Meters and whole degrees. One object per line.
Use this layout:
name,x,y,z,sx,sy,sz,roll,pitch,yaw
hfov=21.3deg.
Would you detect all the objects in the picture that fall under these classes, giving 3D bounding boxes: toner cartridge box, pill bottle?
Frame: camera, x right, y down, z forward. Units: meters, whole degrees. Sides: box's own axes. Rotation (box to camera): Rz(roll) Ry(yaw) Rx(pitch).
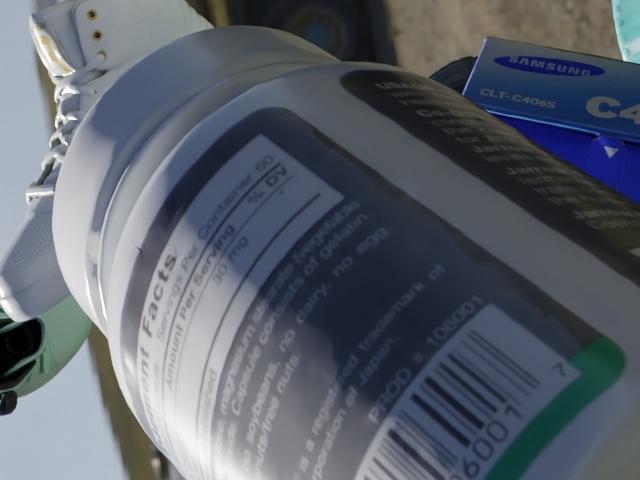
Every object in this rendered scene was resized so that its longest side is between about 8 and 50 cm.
toner cartridge box,0.151,0.060,0.989,0.075,0.165,0.347,-65,-17,-49
pill bottle,0.040,0.049,0.683,0.361,0.204,0.204,40,146,49

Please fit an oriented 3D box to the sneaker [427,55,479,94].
sneaker,0.075,-0.052,1.070,0.170,0.051,0.089,-37,55,38

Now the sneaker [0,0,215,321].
sneaker,-0.188,-0.091,1.297,0.169,0.108,0.292,51,-123,-26

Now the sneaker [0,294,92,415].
sneaker,-0.260,0.095,1.510,0.256,0.151,0.094,-29,-81,-50

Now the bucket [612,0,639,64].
bucket,0.385,-0.188,1.380,0.183,0.281,0.281,-22,73,47
